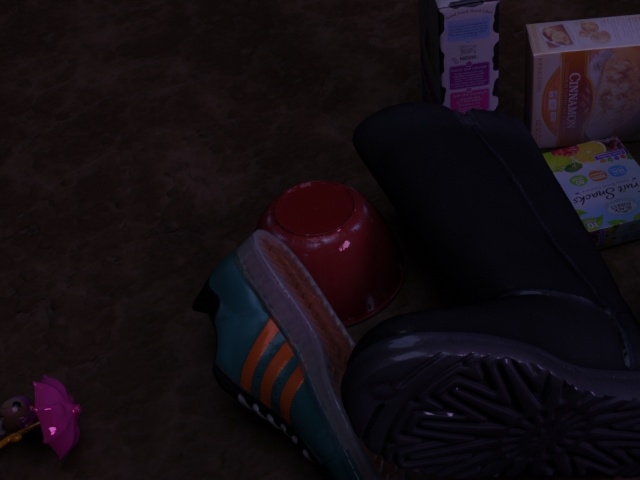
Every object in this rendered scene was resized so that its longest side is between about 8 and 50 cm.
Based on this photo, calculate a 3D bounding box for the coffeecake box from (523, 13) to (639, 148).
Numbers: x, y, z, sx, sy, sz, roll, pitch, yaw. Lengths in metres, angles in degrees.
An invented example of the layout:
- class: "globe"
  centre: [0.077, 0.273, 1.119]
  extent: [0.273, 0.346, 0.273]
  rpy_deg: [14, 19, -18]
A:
- class: "coffeecake box"
  centre: [0.338, -0.188, 1.320]
  extent: [0.186, 0.142, 0.068]
  rpy_deg: [-5, 44, 4]

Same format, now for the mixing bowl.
- class: "mixing bowl"
  centre: [0.000, 0.000, 1.207]
  extent: [0.181, 0.098, 0.181]
  rpy_deg: [-4, 44, 4]

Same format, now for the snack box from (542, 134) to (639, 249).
- class: "snack box"
  centre: [0.318, -0.055, 1.259]
  extent: [0.100, 0.037, 0.141]
  rpy_deg: [-15, 44, -6]

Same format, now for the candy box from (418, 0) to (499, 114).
- class: "candy box"
  centre: [0.162, -0.220, 1.315]
  extent: [0.071, 0.233, 0.159]
  rpy_deg: [-9, 44, 0]

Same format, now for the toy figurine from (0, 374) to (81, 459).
- class: "toy figurine"
  centre: [-0.312, 0.188, 1.073]
  extent: [0.159, 0.130, 0.173]
  rpy_deg: [-23, 19, -34]

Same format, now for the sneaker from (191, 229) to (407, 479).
- class: "sneaker"
  centre: [-0.027, 0.138, 1.075]
  extent: [0.121, 0.108, 0.302]
  rpy_deg: [-42, 57, 19]

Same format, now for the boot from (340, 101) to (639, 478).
- class: "boot"
  centre: [0.126, 0.008, 1.067]
  extent: [0.367, 0.146, 0.445]
  rpy_deg: [15, 37, -31]
